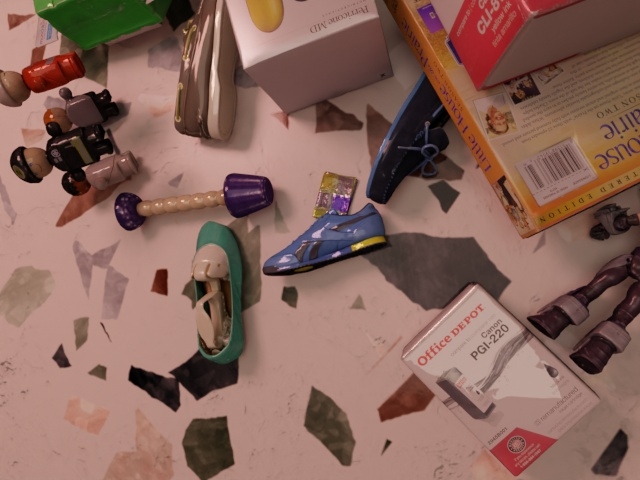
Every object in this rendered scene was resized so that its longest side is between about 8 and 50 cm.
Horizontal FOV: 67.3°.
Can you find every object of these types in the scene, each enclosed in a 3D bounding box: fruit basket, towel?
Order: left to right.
[{"bbox_3d":[-0.373,-0.534,0.875,0.327,0.165,0.352,-10,65,20],"label":"fruit basket"},{"bbox_3d":[0.023,-0.072,0.803,0.060,0.009,0.083,17,90,14],"label":"towel"}]

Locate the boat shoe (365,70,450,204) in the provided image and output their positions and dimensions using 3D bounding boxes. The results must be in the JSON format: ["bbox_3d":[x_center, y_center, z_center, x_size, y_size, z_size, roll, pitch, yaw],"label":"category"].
[{"bbox_3d":[0.157,-0.166,0.728,0.089,0.109,0.258,29,96,11],"label":"boat shoe"}]

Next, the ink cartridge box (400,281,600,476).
[{"bbox_3d":[0.246,0.188,0.688,0.158,0.092,0.218,-47,75,7],"label":"ink cartridge box"}]

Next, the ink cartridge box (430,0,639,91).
[{"bbox_3d":[0.257,-0.427,0.598,0.280,0.160,0.384,-22,79,-5],"label":"ink cartridge box"}]

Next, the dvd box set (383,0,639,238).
[{"bbox_3d":[0.318,-0.252,0.677,0.308,0.062,0.420,-26,80,-5],"label":"dvd box set"}]

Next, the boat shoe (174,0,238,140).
[{"bbox_3d":[-0.193,-0.327,0.824,0.091,0.109,0.304,6,91,10],"label":"boat shoe"}]

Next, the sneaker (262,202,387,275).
[{"bbox_3d":[0.000,0.000,0.775,0.210,0.069,0.082,-19,79,10],"label":"sneaker"}]

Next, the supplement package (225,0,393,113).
[{"bbox_3d":[-0.025,-0.375,0.738,0.200,0.198,0.262,-17,83,12],"label":"supplement package"}]

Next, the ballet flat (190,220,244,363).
[{"bbox_3d":[-0.175,0.083,0.802,0.083,0.087,0.247,-9,84,14],"label":"ballet flat"}]

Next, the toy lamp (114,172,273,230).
[{"bbox_3d":[-0.216,-0.066,0.828,0.275,0.080,0.080,-9,84,14],"label":"toy lamp"}]

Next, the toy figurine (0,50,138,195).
[{"bbox_3d":[-0.430,-0.185,0.820,0.148,0.209,0.212,-22,85,-5],"label":"toy figurine"}]

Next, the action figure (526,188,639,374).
[{"bbox_3d":[0.427,0.045,0.654,0.285,0.099,0.185,-43,71,4],"label":"action figure"}]
